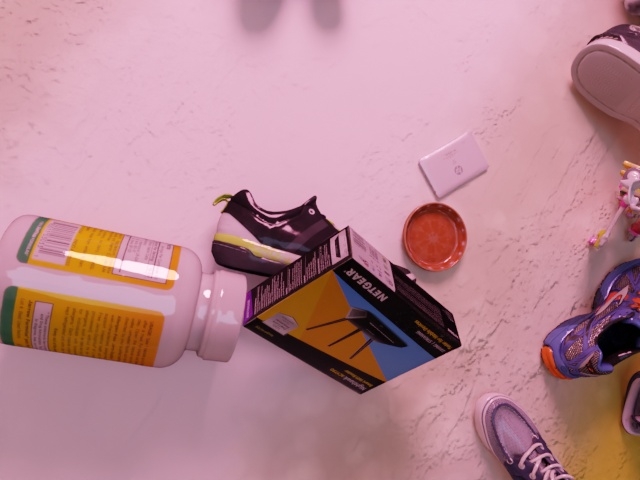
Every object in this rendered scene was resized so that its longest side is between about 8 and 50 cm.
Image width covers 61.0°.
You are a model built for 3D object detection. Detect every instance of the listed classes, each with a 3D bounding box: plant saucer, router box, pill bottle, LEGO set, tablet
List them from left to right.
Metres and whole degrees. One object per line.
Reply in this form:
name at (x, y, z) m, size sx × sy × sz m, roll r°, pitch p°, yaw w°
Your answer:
pill bottle at (-0.180, 0.054, 0.506) m, size 0.209 × 0.117 × 0.117 m, roll 12°, pitch 84°, yaw -15°
router box at (0.034, 0.078, 0.536) m, size 0.133 × 0.046 × 0.179 m, roll -34°, pitch 127°, yaw 26°
plant saucer at (0.137, -0.004, 0.654) m, size 0.084 × 0.013 × 0.083 m, roll 1°, pitch 87°, yaw -15°
tablet at (0.165, -0.094, 0.671) m, size 0.083 × 0.006 × 0.054 m, roll -31°, pitch 96°, yaw -15°
LEGO set at (0.430, -0.014, 0.697) m, size 0.287 × 0.132 × 0.107 m, roll 15°, pitch 105°, yaw -42°

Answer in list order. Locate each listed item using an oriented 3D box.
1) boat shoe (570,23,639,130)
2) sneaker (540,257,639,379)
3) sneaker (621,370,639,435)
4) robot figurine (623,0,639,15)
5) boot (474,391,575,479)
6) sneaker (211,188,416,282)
boat shoe at (0.461, -0.159, 0.681) m, size 0.091 × 0.114 × 0.302 m, roll -40°, pitch 85°, yaw -24°
sneaker at (0.384, 0.101, 0.681) m, size 0.221 × 0.087 × 0.083 m, roll -41°, pitch 99°, yaw -14°
sneaker at (0.498, 0.268, 0.697) m, size 0.153 × 0.099 × 0.282 m, roll -22°, pitch 86°, yaw -21°
robot figurine at (0.539, -0.404, 0.694) m, size 0.300 × 0.200 × 0.353 m, roll 44°, pitch 77°, yaw -19°
boot at (0.259, 0.264, 0.637) m, size 0.069 × 0.086 × 0.190 m, roll -37°, pitch 97°, yaw -15°
sneaker at (0.000, 0.000, 0.578) m, size 0.235 × 0.084 × 0.097 m, roll 13°, pitch 81°, yaw -15°
